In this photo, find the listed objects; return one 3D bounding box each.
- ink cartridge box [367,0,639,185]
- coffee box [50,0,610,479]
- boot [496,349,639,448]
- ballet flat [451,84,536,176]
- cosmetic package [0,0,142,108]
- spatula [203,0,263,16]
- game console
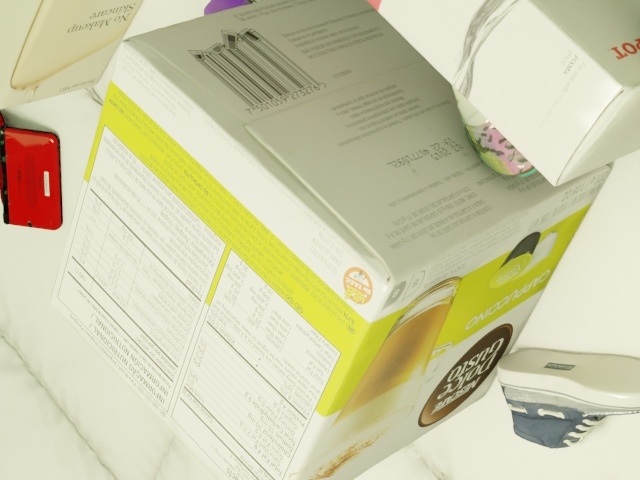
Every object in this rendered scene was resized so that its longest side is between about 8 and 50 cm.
[{"bbox_3d":[0.182,-0.198,1.165,0.283,0.207,0.117,49,134,20],"label":"ink cartridge box"},{"bbox_3d":[0.000,0.000,1.336,0.338,0.337,0.334,42,132,23],"label":"coffee box"},{"bbox_3d":[0.255,0.160,1.353,0.190,0.069,0.086,7,118,52],"label":"boot"},{"bbox_3d":[0.148,-0.147,1.235,0.077,0.221,0.079,-27,128,23],"label":"ballet flat"},{"bbox_3d":[-0.294,-0.304,1.641,0.113,0.160,0.309,53,137,15],"label":"cosmetic package"},{"bbox_3d":[-0.034,-0.285,1.474,0.084,0.030,0.296,45,132,-4],"label":"spatula"},{"bbox_3d":[-0.405,-0.100,1.945,0.124,0.085,0.144,7,116,10],"label":"game console"}]
